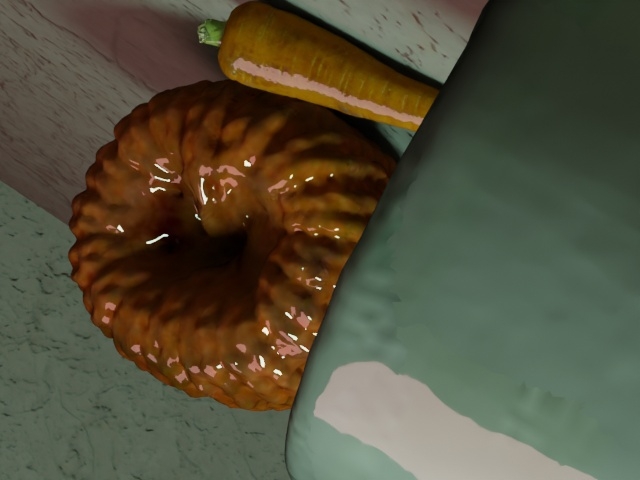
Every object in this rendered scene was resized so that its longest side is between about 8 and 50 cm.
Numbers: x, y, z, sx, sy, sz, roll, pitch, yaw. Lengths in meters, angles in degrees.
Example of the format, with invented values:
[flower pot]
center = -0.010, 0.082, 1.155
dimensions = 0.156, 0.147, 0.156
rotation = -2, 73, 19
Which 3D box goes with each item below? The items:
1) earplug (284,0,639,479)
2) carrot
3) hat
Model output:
[earplug]
center = 0.222, 0.063, 0.782
dimensions = 0.394, 0.313, 0.312
rotation = 27, 168, 11
[carrot]
center = 0.032, -0.112, 1.192
dimensions = 0.256, 0.061, 0.061
rotation = 20, 166, 13
[hat]
center = 0.000, 0.000, 1.450
dimensions = 0.285, 0.285, 0.400
rotation = 25, -166, 31
